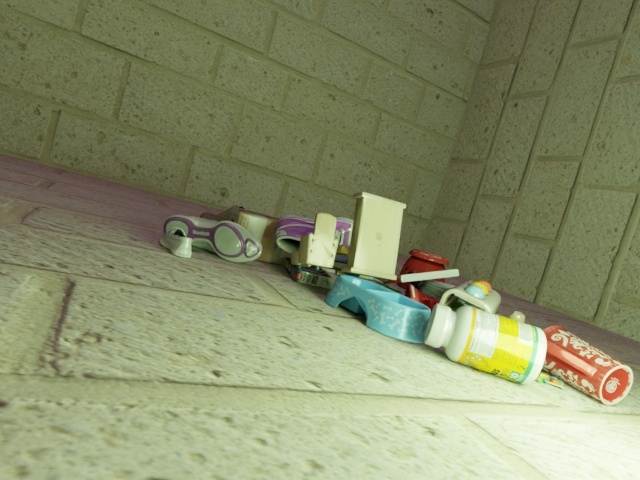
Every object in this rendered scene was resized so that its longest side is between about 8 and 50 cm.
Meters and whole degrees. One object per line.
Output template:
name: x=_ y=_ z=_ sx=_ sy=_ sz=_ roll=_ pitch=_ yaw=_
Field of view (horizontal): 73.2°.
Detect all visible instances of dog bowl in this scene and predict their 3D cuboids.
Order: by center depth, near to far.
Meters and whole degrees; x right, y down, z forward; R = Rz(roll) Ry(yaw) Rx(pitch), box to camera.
dog bowl: x=0.139 y=0.156 z=1.045 sx=0.166 sy=0.073 sz=0.297 roll=13 pitch=6 yaw=-39

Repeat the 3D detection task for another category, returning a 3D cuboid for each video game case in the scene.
video game case: x=0.296 y=0.126 z=1.451 sx=0.204 sy=0.025 sz=0.285 roll=-4 pitch=-7 yaw=-18

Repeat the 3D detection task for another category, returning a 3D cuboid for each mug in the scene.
mug: x=0.550 y=0.273 z=0.936 sx=0.151 sy=0.113 sz=0.169 roll=-1 pitch=14 yaw=-19

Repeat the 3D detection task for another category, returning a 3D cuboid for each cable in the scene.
cable: x=0.463 y=0.207 z=1.494 sx=0.257 sy=0.089 sz=0.257 roll=16 pitch=4 yaw=1

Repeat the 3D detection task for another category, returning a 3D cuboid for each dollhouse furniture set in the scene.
dollhouse furniture set: x=0.034 y=-0.011 z=1.171 sx=0.287 sy=0.197 sz=0.303 roll=13 pitch=-9 yaw=-27

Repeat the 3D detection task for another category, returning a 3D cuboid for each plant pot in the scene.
plant pot: x=0.433 y=0.133 z=1.810 sx=0.191 sy=0.173 sz=0.191 roll=14 pitch=4 yaw=-1

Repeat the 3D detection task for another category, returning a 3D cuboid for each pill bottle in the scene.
pill bottle: x=0.322 y=0.199 z=0.865 sx=0.209 sy=0.117 sz=0.117 roll=17 pitch=4 yaw=10

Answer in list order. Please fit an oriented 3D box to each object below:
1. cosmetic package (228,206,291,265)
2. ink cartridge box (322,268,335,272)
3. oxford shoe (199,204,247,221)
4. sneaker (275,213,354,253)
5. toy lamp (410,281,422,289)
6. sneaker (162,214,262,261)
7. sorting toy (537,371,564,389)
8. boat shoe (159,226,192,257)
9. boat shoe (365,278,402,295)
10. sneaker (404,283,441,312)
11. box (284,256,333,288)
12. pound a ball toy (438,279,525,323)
cosmetic package: x=-0.166 y=-0.003 z=1.473 sx=0.297 sy=0.153 sz=0.129 roll=13 pitch=7 yaw=-25
ink cartridge box: x=0.019 y=0.081 z=1.680 sx=0.135 sy=0.056 sz=0.099 roll=20 pitch=6 yaw=41
oxford shoe: x=-0.337 y=-0.068 z=1.672 sx=0.397 sy=0.146 sz=0.141 roll=19 pitch=6 yaw=38
sneaker: x=0.000 y=0.001 z=1.341 sx=0.283 sy=0.102 sz=0.161 roll=2 pitch=29 yaw=-3
toy lamp: x=0.489 y=0.206 z=1.681 sx=0.275 sy=0.080 sz=0.080 roll=16 pitch=4 yaw=-6
sneaker: x=-0.314 y=-0.019 z=1.320 sx=0.306 sy=0.114 sz=0.152 roll=17 pitch=6 yaw=8
sorting toy: x=0.485 y=0.297 z=0.918 sx=0.062 sy=0.012 sz=0.083 roll=19 pitch=5 yaw=30
boat shoe: x=-0.394 y=-0.004 z=1.181 sx=0.066 sy=0.063 sz=0.184 roll=14 pitch=5 yaw=-29
boat shoe: x=0.188 y=0.155 z=1.364 sx=0.152 sy=0.056 sz=0.049 roll=16 pitch=-1 yaw=-1
sneaker: x=0.311 y=0.183 z=1.269 sx=0.128 sy=0.086 sz=0.221 roll=16 pitch=5 yaw=10
box: x=-0.042 y=0.100 z=1.343 sx=0.114 sy=0.036 sz=0.207 roll=15 pitch=4 yaw=-15
pound a ball toy: x=0.466 y=0.194 z=1.211 sx=0.208 sy=0.135 sz=0.319 roll=26 pitch=13 yaw=26
